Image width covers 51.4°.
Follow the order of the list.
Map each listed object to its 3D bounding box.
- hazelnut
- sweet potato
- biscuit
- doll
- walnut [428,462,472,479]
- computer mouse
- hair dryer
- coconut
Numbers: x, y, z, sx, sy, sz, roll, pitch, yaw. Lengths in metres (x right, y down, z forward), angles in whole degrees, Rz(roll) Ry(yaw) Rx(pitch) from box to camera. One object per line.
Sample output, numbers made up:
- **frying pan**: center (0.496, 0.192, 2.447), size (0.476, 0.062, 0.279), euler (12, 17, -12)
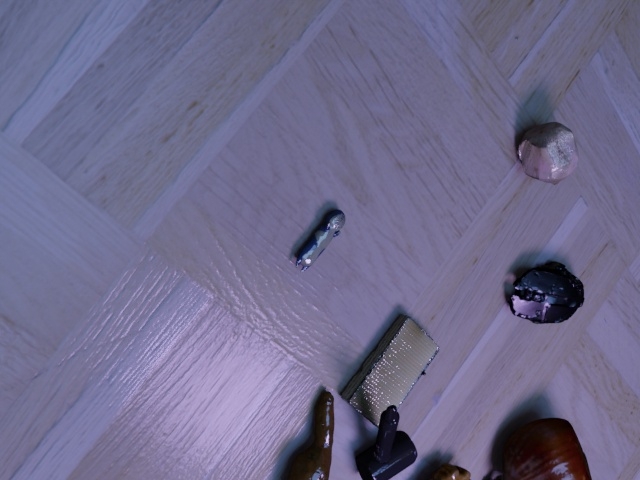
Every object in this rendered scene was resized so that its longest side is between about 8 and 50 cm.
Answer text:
- **hazelnut**: center (0.504, 0.511, 1.499), size (0.212, 0.181, 0.181), euler (70, 19, -1)
- **sweet potato**: center (-0.014, 0.407, 1.196), size (0.075, 0.075, 0.269), euler (22, 88, -35)
- **biscuit**: center (0.136, 0.250, 1.266), size (0.121, 0.041, 0.199), euler (44, 78, -29)
- **doll**: center (0.000, 0.000, 1.118), size (0.125, 0.027, 0.037), euler (-54, 131, -9)
- **walnut**: center (0.246, 0.542, 1.400), size (0.170, 0.069, 0.142), euler (-35, 120, -18)
- **computer mouse**: center (0.502, 0.120, 1.439), size (0.242, 0.078, 0.146), euler (7, 98, -33)
- **hair dryer**: center (0.130, 0.360, 1.229), size (0.114, 0.070, 0.248), euler (-24, 140, -25)
- **coconut**: center (0.450, -0.165, 1.311), size (0.110, 0.110, 0.124), euler (-31, 111, -22)
